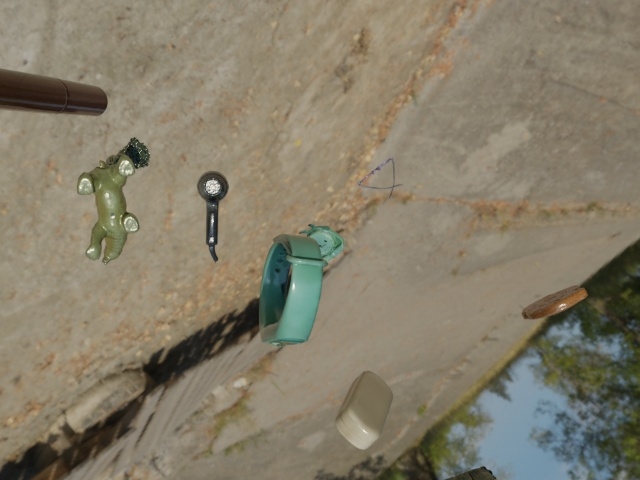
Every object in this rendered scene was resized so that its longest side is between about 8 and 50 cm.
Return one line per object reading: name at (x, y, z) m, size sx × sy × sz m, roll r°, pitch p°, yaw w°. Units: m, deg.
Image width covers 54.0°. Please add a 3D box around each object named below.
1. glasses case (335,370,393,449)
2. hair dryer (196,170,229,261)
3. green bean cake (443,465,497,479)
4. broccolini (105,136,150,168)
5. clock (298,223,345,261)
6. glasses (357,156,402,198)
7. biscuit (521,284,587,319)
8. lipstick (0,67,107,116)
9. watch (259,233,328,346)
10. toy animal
glasses case at (0.084, 0.312, 1.171) m, size 0.050 × 0.083 × 0.196 m, roll -52°, pitch 175°, yaw 20°
hair dryer at (-0.321, -0.067, 1.839) m, size 0.235 × 0.091 × 0.271 m, roll -154°, pitch -112°, yaw -80°
green bean cake at (0.330, 0.634, 1.406) m, size 0.208 × 0.193 × 0.107 m, roll -19°, pitch -177°, yaw -8°
broccolini at (-0.428, -0.183, 1.393) m, size 0.058 × 0.067 × 0.216 m, roll -18°, pitch -172°, yaw -28°
clock at (0.000, 0.000, 1.912) m, size 0.101 × 0.135 × 0.041 m, roll -39°, pitch -162°, yaw 35°
glasses at (0.200, -0.182, 1.951) m, size 0.140 × 0.103 × 0.062 m, roll -40°, pitch 180°, yaw -5°
biscuit at (0.372, 0.101, 1.002) m, size 0.102 × 0.019 × 0.130 m, roll -26°, pitch 174°, yaw 5°
lipstick at (-0.412, -0.211, 0.898) m, size 0.057 × 0.057 × 0.357 m, roll -50°, pitch 179°, yaw 11°
watch at (-0.052, 0.082, 1.066) m, size 0.237 × 0.068 × 0.195 m, roll 145°, pitch -49°, yaw -70°
toy animal at (-0.392, -0.052, 1.172) m, size 0.103 × 0.101 × 0.218 m, roll -7°, pitch 105°, yaw -17°
